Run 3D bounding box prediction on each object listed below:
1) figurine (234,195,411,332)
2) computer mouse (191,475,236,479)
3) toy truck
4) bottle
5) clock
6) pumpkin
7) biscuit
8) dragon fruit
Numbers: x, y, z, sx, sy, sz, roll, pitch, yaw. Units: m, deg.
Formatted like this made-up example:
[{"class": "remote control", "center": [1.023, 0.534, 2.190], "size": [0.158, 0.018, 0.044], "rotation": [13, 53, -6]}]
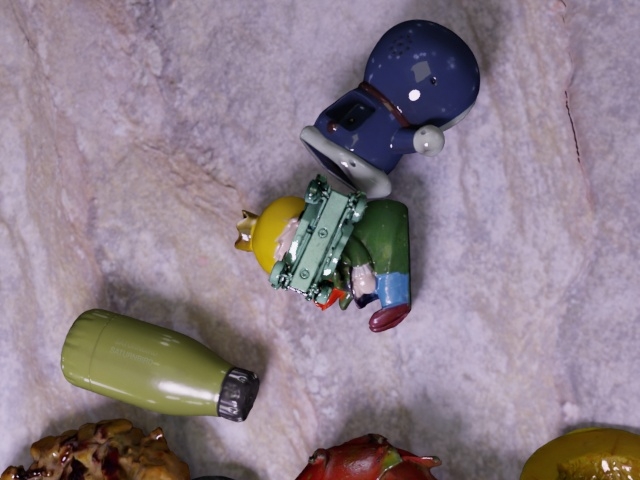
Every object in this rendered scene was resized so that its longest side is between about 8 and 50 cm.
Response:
[{"class": "figurine", "center": [0.002, 0.031, 1.666], "size": [0.234, 0.127, 0.185], "rotation": [-2, 87, 2]}, {"class": "computer mouse", "center": [-0.158, 0.491, 1.616], "size": [0.203, 0.114, 0.374], "rotation": [-1, 80, 13]}, {"class": "toy truck", "center": [0.000, 0.001, 1.579], "size": [0.080, 0.078, 0.154], "rotation": [22, 84, 3]}, {"class": "bottle", "center": [-0.210, 0.174, 1.685], "size": [0.260, 0.112, 0.112], "rotation": [16, 84, 15]}, {"class": "clock", "center": [0.102, -0.175, 1.653], "size": [0.243, 0.146, 0.199], "rotation": [-47, 44, -2]}, {"class": "pumpkin", "center": [0.346, 0.336, 1.523], "size": [0.217, 0.217, 0.110], "rotation": [5, 120, 14]}, {"class": "biscuit", "center": [-0.316, 0.367, 1.640], "size": [0.334, 0.081, 0.289], "rotation": [-12, 59, 25]}, {"class": "dragon fruit", "center": [0.072, 0.343, 1.543], "size": [0.269, 0.198, 0.200], "rotation": [16, 41, 43]}]
